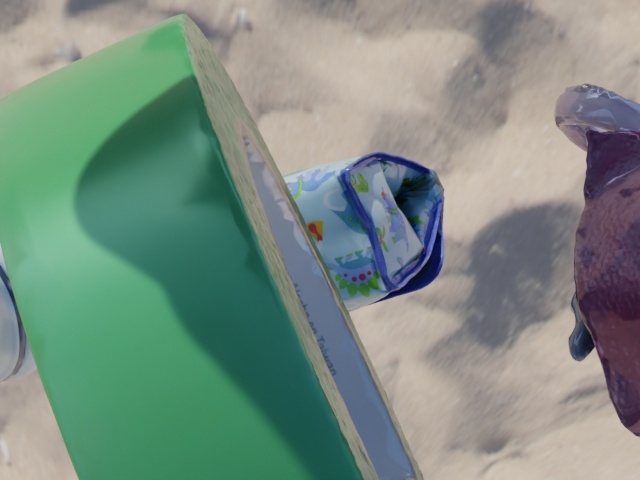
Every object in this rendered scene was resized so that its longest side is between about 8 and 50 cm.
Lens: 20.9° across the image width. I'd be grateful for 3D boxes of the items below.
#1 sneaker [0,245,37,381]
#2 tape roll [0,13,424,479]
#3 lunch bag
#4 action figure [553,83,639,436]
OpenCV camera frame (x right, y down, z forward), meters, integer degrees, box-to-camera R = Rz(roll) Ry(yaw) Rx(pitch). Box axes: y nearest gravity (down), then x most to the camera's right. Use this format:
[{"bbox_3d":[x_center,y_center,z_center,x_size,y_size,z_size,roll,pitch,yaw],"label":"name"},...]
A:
[{"bbox_3d":[-0.221,0.053,0.949,0.091,0.258,0.094,-28,90,-34],"label":"sneaker"},{"bbox_3d":[-0.014,0.078,0.632,0.077,0.321,0.321,-25,77,2],"label":"tape roll"},{"bbox_3d":[0.000,0.000,1.055,0.129,0.151,0.096,-19,98,21],"label":"lunch bag"},{"bbox_3d":[0.265,-0.027,0.644,0.248,0.370,0.276,13,51,-16],"label":"action figure"}]
